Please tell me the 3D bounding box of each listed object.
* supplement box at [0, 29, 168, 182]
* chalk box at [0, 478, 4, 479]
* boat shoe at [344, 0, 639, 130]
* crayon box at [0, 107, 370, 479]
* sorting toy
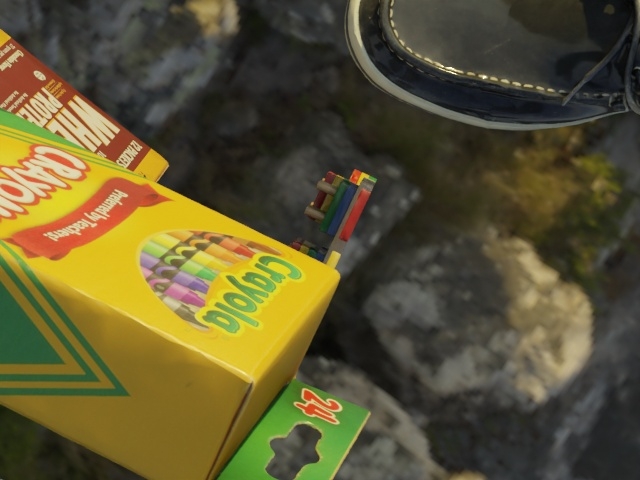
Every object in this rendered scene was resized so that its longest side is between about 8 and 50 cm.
[{"bbox_3d":[-0.269,-0.033,1.413,0.194,0.191,0.129,-48,-172,27],"label":"supplement box"},{"bbox_3d":[-0.240,0.273,1.211,0.179,0.289,0.180,-64,145,-17],"label":"chalk box"},{"bbox_3d":[0.271,-0.184,1.399,0.156,0.500,0.187,106,-12,-81],"label":"boat shoe"},{"bbox_3d":[-0.119,0.029,0.926,0.081,0.318,0.202,-66,175,18],"label":"crayon box"},{"bbox_3d":[0.000,0.000,1.496,0.274,0.046,0.132,-60,175,-85],"label":"sorting toy"}]
